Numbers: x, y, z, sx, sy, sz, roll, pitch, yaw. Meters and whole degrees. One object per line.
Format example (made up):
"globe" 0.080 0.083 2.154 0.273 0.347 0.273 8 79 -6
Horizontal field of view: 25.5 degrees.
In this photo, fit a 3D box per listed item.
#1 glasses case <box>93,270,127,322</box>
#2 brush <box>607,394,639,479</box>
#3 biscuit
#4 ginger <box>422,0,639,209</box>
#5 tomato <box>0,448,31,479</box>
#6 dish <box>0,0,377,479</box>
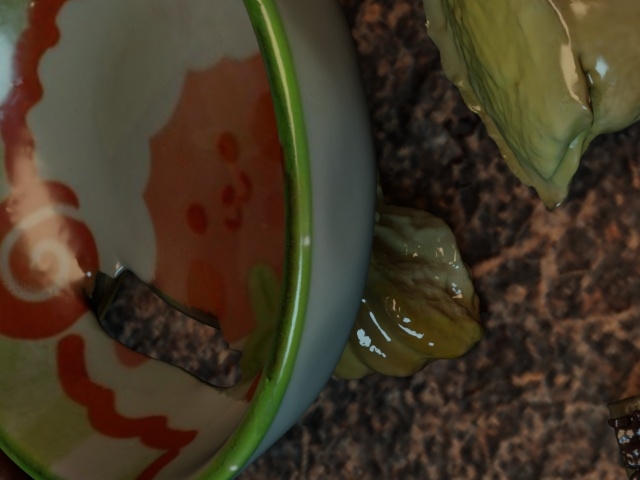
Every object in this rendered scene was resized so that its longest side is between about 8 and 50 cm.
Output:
"glasses case" -0.132 -0.007 0.790 0.064 0.041 0.170 28 94 8
"brush" 0.183 0.190 0.646 0.043 0.036 0.248 -19 77 23
"biscuit" 0.000 0.000 0.728 0.118 0.061 0.183 -39 72 14
"ginger" 0.115 -0.134 0.690 0.122 0.115 0.193 -27 66 -6
"tomato" -0.256 0.203 0.760 0.200 0.139 0.233 -1 83 15
"dish" -0.077 -0.042 0.668 0.324 0.124 0.324 14 110 44
